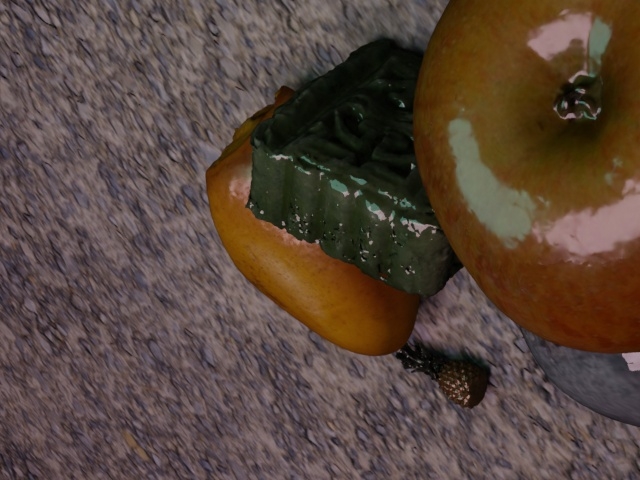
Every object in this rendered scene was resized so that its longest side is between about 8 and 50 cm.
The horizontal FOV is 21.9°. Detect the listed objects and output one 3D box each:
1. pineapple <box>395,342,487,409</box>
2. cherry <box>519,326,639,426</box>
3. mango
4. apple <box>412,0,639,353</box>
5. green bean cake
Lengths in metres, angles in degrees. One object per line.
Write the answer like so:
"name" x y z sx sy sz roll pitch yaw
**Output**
"pineapple" 0.142 0.162 2.020 0.124 0.058 0.058 19 135 32
"cherry" 0.319 0.064 1.636 0.255 0.218 0.296 50 156 -10
"mango" 0.000 0.000 1.912 0.350 0.201 0.199 57 -177 -19
"apple" 0.268 -0.109 1.380 0.400 0.400 0.333 28 175 24
"green bean cake" 0.075 -0.085 1.713 0.255 0.241 0.132 29 141 23
